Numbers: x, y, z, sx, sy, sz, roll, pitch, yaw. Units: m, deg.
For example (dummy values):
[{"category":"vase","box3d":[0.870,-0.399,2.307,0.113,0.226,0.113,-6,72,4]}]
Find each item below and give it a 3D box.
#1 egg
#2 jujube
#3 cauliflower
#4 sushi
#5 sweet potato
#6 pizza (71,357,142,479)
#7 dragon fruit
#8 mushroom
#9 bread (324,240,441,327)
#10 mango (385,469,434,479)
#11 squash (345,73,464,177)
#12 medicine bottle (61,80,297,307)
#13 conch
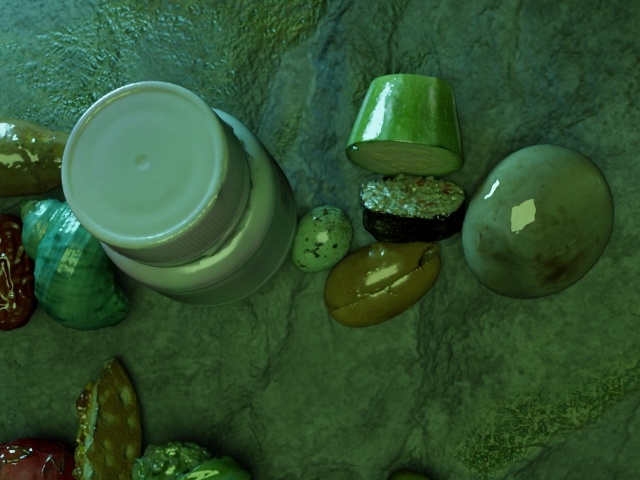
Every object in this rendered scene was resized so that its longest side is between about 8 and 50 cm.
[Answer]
[{"category":"egg","box3d":[0.000,0.000,1.495,0.085,0.085,0.110,34,110,1]},{"category":"jujube","box3d":[-0.474,0.048,1.527,0.112,0.109,0.176,-3,85,11]},{"category":"cauliflower","box3d":[-0.214,0.422,1.471,0.315,0.239,0.256,-15,94,-38]},{"category":"sushi","box3d":[0.132,-0.045,1.466,0.150,0.090,0.078,4,133,8]},{"category":"sweet potato","box3d":[-0.464,-0.123,1.503,0.336,0.131,0.131,-12,95,5]},{"category":"pizza","box3d":[-0.319,0.297,1.527,0.058,0.127,0.246,-16,73,31]},{"category":"dragon fruit","box3d":[-0.425,0.380,1.531,0.209,0.172,0.172,45,98,11]},{"category":"mushroom","box3d":[0.296,-0.027,1.427,0.226,0.178,0.226,-12,116,-25]},{"category":"bread","box3d":[0.090,0.059,1.500,0.189,0.077,0.114,-29,89,10]},{"category":"mango","box3d":[0.146,0.486,1.512,0.146,0.129,0.289,10,93,13]},{"category":"squash","box3d":[0.121,-0.160,1.435,0.170,0.170,0.123,4,84,4]},{"category":"medicine bottle","box3d":[-0.181,-0.057,1.360,0.256,0.325,0.256,-3,75,11]},{"category":"conch","box3d":[-0.362,0.025,1.485,0.196,0.134,0.202,-41,65,46]}]
